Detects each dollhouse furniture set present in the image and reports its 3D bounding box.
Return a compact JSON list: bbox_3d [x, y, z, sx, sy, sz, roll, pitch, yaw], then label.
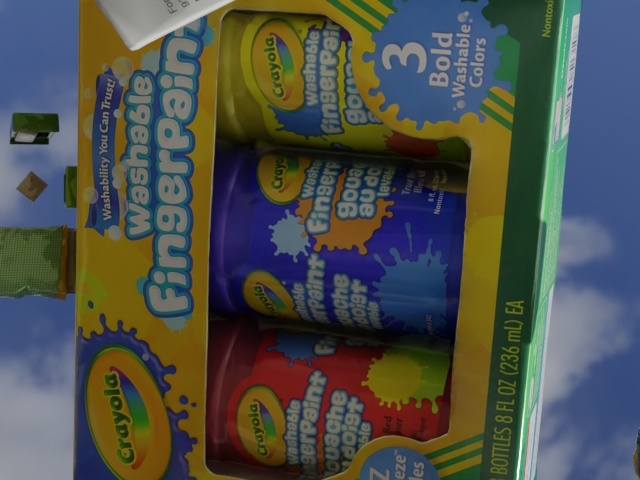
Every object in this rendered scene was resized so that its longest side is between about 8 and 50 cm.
[{"bbox_3d":[-0.233,-0.026,1.090,0.076,0.151,0.058,0,174,-18],"label":"dollhouse furniture set"}]

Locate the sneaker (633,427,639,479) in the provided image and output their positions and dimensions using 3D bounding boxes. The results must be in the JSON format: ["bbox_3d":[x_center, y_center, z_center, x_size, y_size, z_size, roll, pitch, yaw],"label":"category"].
[{"bbox_3d":[0.365,0.151,0.895,0.297,0.111,0.131,4,-174,-16],"label":"sneaker"}]

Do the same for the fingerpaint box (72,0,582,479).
[{"bbox_3d":[0.000,0.000,1.056,0.371,0.444,0.163,8,-166,15],"label":"fingerpaint box"}]

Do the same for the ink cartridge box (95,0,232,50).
[{"bbox_3d":[0.006,-0.243,0.666,0.289,0.121,0.211,-22,-149,23],"label":"ink cartridge box"}]
